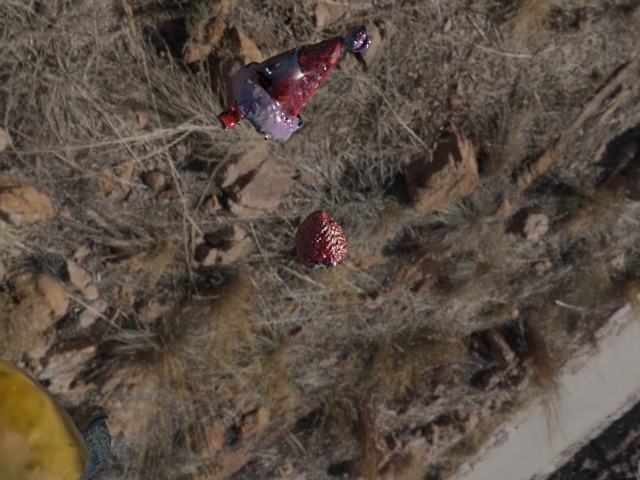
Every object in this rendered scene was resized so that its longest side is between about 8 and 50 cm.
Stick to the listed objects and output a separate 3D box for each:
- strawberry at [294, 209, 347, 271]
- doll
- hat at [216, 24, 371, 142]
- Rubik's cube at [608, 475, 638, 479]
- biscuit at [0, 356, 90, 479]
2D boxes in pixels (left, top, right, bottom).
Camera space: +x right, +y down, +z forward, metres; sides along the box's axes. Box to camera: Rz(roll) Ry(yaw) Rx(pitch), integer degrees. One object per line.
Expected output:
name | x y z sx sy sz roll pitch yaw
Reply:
strawberry | -0.002 0.002 1.494 0.131 0.148 0.131 -18 180 0
doll | -0.351 0.310 0.709 0.091 0.286 0.202 25 128 2
hat | -0.032 -0.238 0.839 0.227 0.129 0.140 -30 167 24
Rubik's cube | 0.277 0.457 0.627 0.294 0.288 0.283 -24 133 14
biscuit | -0.250 0.147 0.234 0.213 0.274 0.091 31 151 -7
